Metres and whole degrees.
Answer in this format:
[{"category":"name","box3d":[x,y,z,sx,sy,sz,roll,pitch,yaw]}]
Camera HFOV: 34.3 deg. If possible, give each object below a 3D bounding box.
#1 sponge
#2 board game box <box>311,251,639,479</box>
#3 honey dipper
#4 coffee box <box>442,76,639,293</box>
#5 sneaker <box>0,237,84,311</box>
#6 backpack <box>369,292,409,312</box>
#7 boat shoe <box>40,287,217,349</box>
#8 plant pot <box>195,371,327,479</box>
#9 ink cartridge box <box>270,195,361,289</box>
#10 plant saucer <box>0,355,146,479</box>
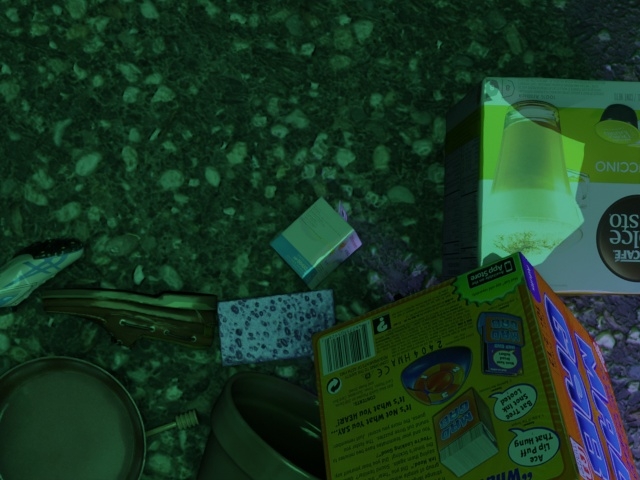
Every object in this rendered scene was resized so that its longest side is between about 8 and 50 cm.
[{"category":"sponge","box3d":[-0.077,0.155,1.855,0.210,0.031,0.117,-6,89,-5]},{"category":"board game box","box3d":[0.241,0.301,1.554,0.357,0.356,0.356,-24,50,22]},{"category":"honey dipper","box3d":[-0.293,0.338,1.834,0.161,0.030,0.030,-19,89,-3]},{"category":"coffee box","box3d":[0.398,-0.074,1.741,0.338,0.338,0.334,2,88,-3]},{"category":"sneaker","box3d":[-0.520,0.068,1.814,0.237,0.085,0.086,-27,116,-8]},{"category":"backpack","box3d":[0.102,0.194,1.817,0.182,0.115,0.152,-23,83,-20]},{"category":"boat shoe","box3d":[-0.334,0.137,1.799,0.307,0.111,0.104,4,91,0]},{"category":"plant pot","box3d":[-0.082,0.426,1.728,0.323,0.323,0.280,30,102,-2]},{"category":"ink cartridge box","box3d":[0.000,0.000,1.825,0.143,0.092,0.090,-43,71,-3]},{"category":"plant saucer","box3d":[-0.453,0.355,1.803,0.311,0.050,0.310,0,87,1]}]
